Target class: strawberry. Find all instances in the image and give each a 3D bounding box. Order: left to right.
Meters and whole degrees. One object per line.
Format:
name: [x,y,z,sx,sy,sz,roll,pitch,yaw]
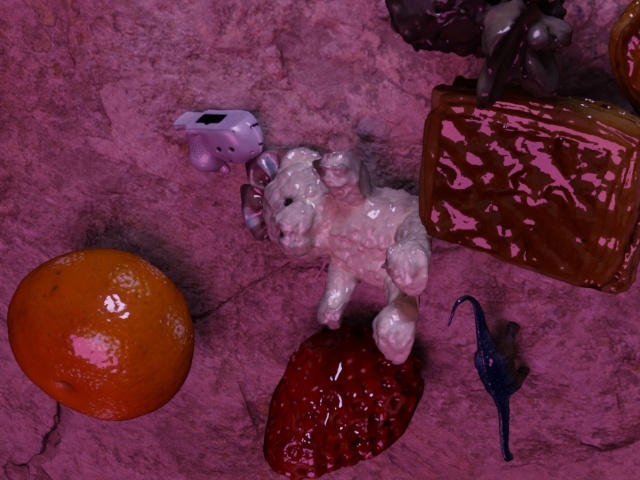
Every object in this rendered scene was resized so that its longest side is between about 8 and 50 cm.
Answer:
strawberry: [0.032,0.344,1.735,0.317,0.345,0.295,-10,121,37]

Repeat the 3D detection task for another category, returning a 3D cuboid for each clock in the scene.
clock: [-0.176,-0.172,1.591,0.176,0.080,0.117,5,130,29]

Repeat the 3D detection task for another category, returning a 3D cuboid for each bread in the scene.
bread: [0.311,-0.097,1.223,0.324,0.167,0.277,15,130,18]

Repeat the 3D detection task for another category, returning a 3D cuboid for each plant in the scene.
plant: [0.202,-0.308,1.059,0.312,0.215,0.213,58,134,30]

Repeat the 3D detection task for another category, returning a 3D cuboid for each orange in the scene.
orange: [-0.471,0.198,1.926,0.424,0.326,0.424,17,139,15]

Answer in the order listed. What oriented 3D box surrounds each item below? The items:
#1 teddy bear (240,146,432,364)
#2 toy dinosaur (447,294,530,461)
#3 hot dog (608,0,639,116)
teddy bear: [0.000,0.000,1.472,0.362,0.375,0.327,11,121,4]
toy dinosaur: [0.325,0.229,1.606,0.076,0.147,0.363,-4,118,31]
hot dog: [0.503,-0.214,1.107,0.272,0.122,0.196,39,140,-3]
